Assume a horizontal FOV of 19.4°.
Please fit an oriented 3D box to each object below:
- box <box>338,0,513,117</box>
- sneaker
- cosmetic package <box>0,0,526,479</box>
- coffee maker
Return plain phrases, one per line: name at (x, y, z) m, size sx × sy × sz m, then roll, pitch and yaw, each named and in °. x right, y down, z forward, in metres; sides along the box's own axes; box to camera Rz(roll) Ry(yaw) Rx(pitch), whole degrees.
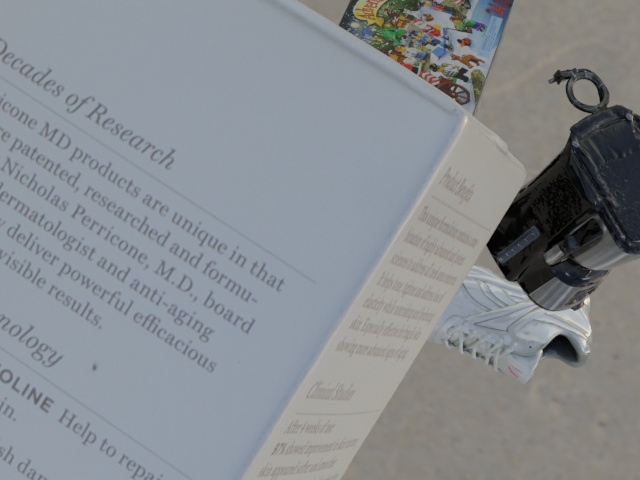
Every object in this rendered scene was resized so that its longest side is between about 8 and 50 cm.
box at (0.095, -0.190, 1.884) m, size 0.233 × 0.159 × 0.044 m, roll -68°, pitch 171°, yaw -48°
sneaker at (0.178, 0.091, 1.902) m, size 0.232 × 0.115 × 0.090 m, roll -2°, pitch 148°, yaw -15°
cosmetic package at (-0.103, 0.016, 1.322) m, size 0.393 × 0.327 × 0.329 m, roll -58°, pitch 166°, yaw 2°
coffee maker at (0.230, -0.041, 1.673) m, size 0.120 × 0.178 × 0.171 m, roll -1°, pitch 71°, yaw -24°
